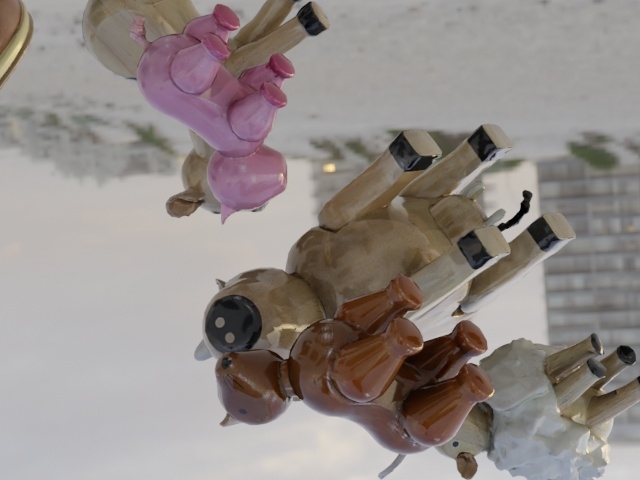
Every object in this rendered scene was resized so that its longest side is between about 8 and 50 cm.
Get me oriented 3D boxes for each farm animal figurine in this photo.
[{"bbox_3d":[0.000,0.000,0.812,0.172,0.330,0.327,-41,147,29],"label":"farm animal figurine"}]

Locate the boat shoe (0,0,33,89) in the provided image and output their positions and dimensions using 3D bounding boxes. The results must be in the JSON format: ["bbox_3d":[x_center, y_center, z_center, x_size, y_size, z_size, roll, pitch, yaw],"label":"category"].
[{"bbox_3d":[-0.170,-0.032,0.418,0.178,0.060,0.064,-31,-145,-1],"label":"boat shoe"}]
